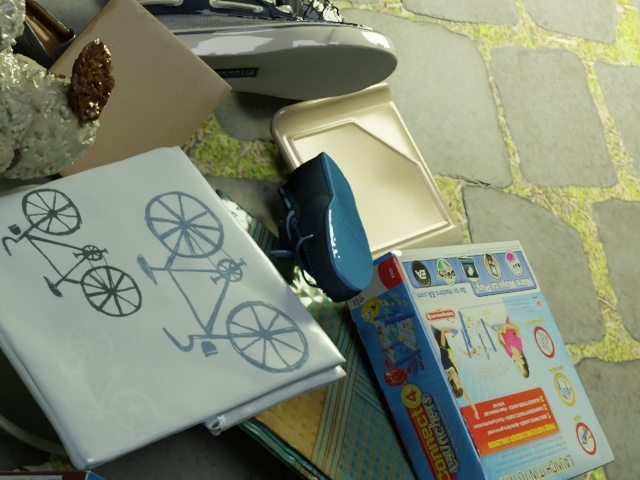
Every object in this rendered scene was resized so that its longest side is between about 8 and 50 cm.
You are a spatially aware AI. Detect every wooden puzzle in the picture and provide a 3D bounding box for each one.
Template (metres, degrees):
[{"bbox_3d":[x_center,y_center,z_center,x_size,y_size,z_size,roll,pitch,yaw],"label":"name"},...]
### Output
[{"bbox_3d":[0.055,-0.068,1.894,0.221,0.044,0.238,-19,84,-44],"label":"wooden puzzle"}]

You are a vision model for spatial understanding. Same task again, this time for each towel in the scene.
[{"bbox_3d":[-0.015,0.141,1.670,0.370,0.040,0.271,41,36,-19],"label":"towel"}]

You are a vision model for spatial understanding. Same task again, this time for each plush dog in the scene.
[{"bbox_3d":[-0.319,-0.120,1.485,0.225,0.262,0.210,4,73,-41],"label":"plush dog"}]

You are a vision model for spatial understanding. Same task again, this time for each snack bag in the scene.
[{"bbox_3d":[-0.182,0.061,1.502,0.343,0.037,0.323,-20,63,-42],"label":"snack bag"}]

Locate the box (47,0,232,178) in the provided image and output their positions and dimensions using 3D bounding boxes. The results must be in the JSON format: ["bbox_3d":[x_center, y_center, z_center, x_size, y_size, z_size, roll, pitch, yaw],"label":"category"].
[{"bbox_3d":[-0.219,-0.145,1.657,0.164,0.021,0.201,42,78,-13],"label":"box"}]

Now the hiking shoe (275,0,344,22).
[{"bbox_3d":[-0.029,-0.286,1.928,0.114,0.086,0.226,-12,83,-51],"label":"hiking shoe"}]

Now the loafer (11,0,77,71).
[{"bbox_3d":[-0.287,-0.206,1.678,0.170,0.061,0.062,35,48,-20],"label":"loafer"}]

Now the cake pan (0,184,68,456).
[{"bbox_3d":[-0.262,0.086,1.540,0.293,0.054,0.293,19,56,-30],"label":"cake pan"}]

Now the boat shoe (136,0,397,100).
[{"bbox_3d":[-0.080,-0.260,1.794,0.341,0.127,0.158,-2,63,-23],"label":"boat shoe"}]

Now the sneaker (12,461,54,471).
[{"bbox_3d":[-0.274,0.264,1.446,0.044,0.040,0.109,2,60,-20],"label":"sneaker"}]

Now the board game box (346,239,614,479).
[{"bbox_3d":[0.189,0.157,1.790,0.308,0.086,0.302,-3,68,-55],"label":"board game box"}]

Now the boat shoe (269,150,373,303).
[{"bbox_3d":[0.000,0.000,1.701,0.109,0.089,0.258,53,14,-22],"label":"boat shoe"}]

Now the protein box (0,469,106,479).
[{"bbox_3d":[-0.221,0.322,1.308,0.200,0.136,0.201,46,45,-54],"label":"protein box"}]
